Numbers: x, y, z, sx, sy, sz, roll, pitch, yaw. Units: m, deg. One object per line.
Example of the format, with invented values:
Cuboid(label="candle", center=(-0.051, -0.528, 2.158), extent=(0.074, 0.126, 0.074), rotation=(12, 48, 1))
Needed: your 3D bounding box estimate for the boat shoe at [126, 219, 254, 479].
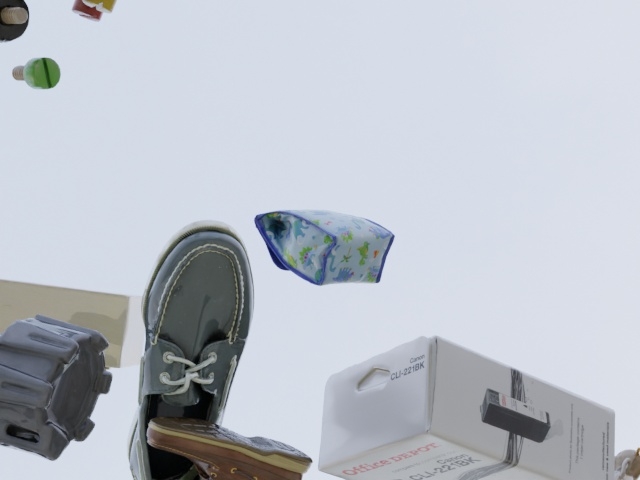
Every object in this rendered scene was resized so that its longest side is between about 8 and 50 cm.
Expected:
Cuboid(label="boat shoe", center=(-0.127, 0.135, 1.281), extent=(0.116, 0.099, 0.319), rotation=(6, -63, -18))

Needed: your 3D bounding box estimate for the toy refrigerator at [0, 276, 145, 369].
Cuboid(label="toy refrigerator", center=(-0.348, 0.094, 1.505), extent=(0.269, 0.102, 0.094), rotation=(6, -93, 6))

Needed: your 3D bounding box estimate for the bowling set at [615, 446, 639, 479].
Cuboid(label="bowling set", center=(0.380, 0.333, 1.603), extent=(0.200, 0.154, 0.287), rotation=(27, -58, 20))

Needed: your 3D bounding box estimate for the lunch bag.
Cuboid(label="lunch bag", center=(0.000, 0.000, 1.752), extent=(0.129, 0.151, 0.096), rotation=(0, -64, -47))

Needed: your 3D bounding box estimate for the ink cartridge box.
Cuboid(label="ink cartridge box", center=(0.161, 0.219, 1.418), extent=(0.273, 0.114, 0.197), rotation=(24, -33, -28))

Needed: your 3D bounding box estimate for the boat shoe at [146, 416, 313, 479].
Cuboid(label="boat shoe", center=(-0.092, 0.218, 1.260), extent=(0.178, 0.064, 0.060), rotation=(21, -90, -28))

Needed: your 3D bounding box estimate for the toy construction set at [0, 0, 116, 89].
Cuboid(label="toy construction set", center=(-0.227, -0.348, 1.329), extent=(0.237, 0.309, 0.257), rotation=(9, -38, 46))

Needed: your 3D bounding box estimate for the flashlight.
Cuboid(label="flashlight", center=(-0.297, 0.073, 0.964), extent=(0.304, 0.103, 0.103), rotation=(9, -69, 26))
